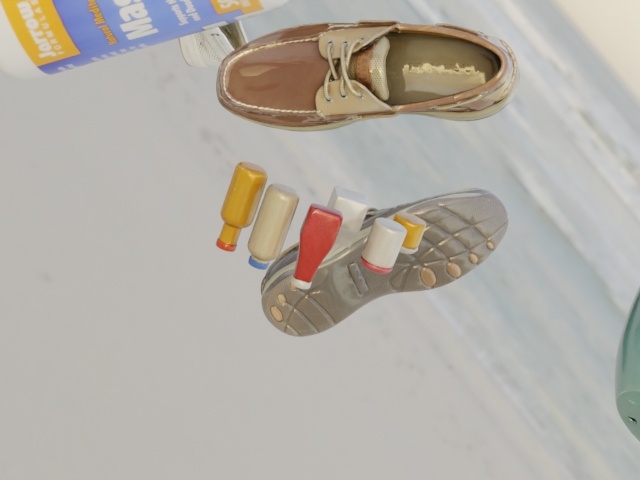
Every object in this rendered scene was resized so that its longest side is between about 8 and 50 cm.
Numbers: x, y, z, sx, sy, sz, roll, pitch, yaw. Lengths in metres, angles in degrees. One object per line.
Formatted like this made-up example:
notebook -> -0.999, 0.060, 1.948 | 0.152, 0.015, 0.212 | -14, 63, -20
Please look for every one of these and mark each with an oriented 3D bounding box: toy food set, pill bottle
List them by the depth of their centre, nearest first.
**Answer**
pill bottle -> -0.168, -0.198, 1.123 | 0.152, 0.272, 0.152 | -16, 90, -82
toy food set -> 0.000, 0.000, 1.866 | 0.232, 0.104, 0.111 | 17, 18, -12

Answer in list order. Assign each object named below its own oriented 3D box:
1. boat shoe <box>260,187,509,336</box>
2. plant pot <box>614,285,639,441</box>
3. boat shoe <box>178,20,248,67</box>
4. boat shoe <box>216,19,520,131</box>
boat shoe -> 0.077, 0.004, 2.203 | 0.130, 0.355, 0.132 | -115, -174, -58
plant pot -> 0.439, 0.121, 1.665 | 0.293, 0.235, 0.293 | 34, -20, 14
boat shoe -> -0.142, -0.328, 2.065 | 0.277, 0.096, 0.098 | 74, 29, -53
boat shoe -> 0.048, -0.182, 1.709 | 0.116, 0.324, 0.123 | 42, 43, -85
